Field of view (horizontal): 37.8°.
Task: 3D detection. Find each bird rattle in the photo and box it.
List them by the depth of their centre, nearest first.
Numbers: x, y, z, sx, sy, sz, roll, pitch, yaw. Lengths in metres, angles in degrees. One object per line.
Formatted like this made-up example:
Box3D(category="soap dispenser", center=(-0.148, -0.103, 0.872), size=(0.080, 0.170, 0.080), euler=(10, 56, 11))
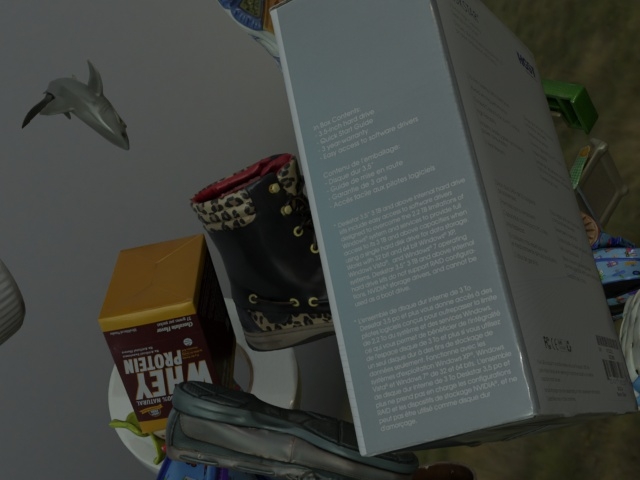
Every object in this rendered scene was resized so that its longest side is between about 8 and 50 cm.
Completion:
Box3D(category="bird rattle", center=(-0.253, 0.289, 1.649), size=(0.253, 0.143, 0.207), euler=(-27, 39, 52))

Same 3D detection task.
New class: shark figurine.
Box3D(category="shark figurine", center=(-0.485, -0.255, 1.749), size=(0.116, 0.278, 0.166), euler=(-39, -48, -32))

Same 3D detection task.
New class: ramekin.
Box3D(category="ramekin", center=(-0.556, 0.085, 1.460), size=(0.109, 0.207, 0.207), euler=(-38, -27, -35))

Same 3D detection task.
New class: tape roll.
Box3D(category="tape roll", center=(-0.230, 0.297, 1.888), size=(0.072, 0.392, 0.392), euler=(77, -154, -56))

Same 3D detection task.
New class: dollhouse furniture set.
Box3D(category="dollhouse furniture set", center=(0.412, -0.121, 1.685), size=(0.197, 0.151, 0.301), euler=(-55, -47, -16))

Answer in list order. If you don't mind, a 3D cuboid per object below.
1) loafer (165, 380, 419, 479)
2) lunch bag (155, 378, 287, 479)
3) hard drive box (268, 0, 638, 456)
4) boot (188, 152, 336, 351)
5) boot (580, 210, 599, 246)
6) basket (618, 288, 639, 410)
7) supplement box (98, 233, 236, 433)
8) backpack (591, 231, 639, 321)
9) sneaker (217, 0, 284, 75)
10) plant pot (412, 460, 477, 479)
Box3D(category="loafer", center=(-0.034, 0.223, 0.985), size=(0.096, 0.267, 0.084), euler=(-31, -42, -81))
Box3D(category="lunch bag", center=(-0.124, 0.349, 1.379), size=(0.221, 0.138, 0.293), euler=(54, -156, -28))
Box3D(category="hard drive box", center=(0.076, -0.011, 0.501), size=(0.181, 0.089, 0.232), euler=(17, -122, -58))
Box3D(category="boot", center=(0.000, 0.000, 1.459), size=(0.284, 0.377, 0.138), euler=(65, -159, -20))
Box3D(category="boot", center=(0.314, -0.018, 1.199), size=(0.158, 0.085, 0.059), euler=(15, 102, 63))
Box3D(category="basket", center=(0.473, 0.135, 0.997), size=(0.255, 0.289, 0.201), euler=(81, -158, -67))
Box3D(category="supplement box", center=(-0.207, 0.128, 1.322), size=(0.191, 0.129, 0.194), euler=(-94, -9, -62))
Box3D(category="backpack", center=(0.468, 0.055, 1.473), size=(0.173, 0.158, 0.117), euler=(-23, 57, 49))
Box3D(category="sneaker", center=(-0.038, -0.241, 1.099), size=(0.112, 0.296, 0.131), euler=(-36, -13, -12))
Box3D(category="plant pot", center=(0.201, 0.483, 1.561), size=(0.167, 0.167, 0.165), euler=(-61, -45, -72))
